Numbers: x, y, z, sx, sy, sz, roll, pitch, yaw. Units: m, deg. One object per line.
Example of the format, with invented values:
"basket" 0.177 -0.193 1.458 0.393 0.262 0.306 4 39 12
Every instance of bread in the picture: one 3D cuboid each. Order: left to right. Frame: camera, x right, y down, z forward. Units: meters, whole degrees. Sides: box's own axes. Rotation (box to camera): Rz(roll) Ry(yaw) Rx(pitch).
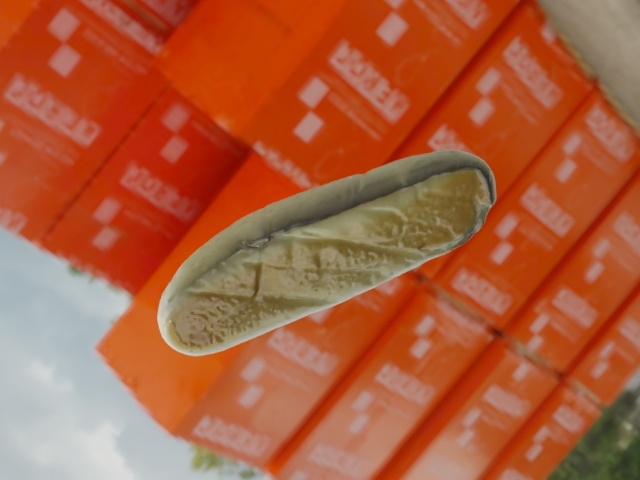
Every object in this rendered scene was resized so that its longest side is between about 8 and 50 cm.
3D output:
"bread" 0.001 0.000 0.810 0.053 0.214 0.073 -122 10 -57
